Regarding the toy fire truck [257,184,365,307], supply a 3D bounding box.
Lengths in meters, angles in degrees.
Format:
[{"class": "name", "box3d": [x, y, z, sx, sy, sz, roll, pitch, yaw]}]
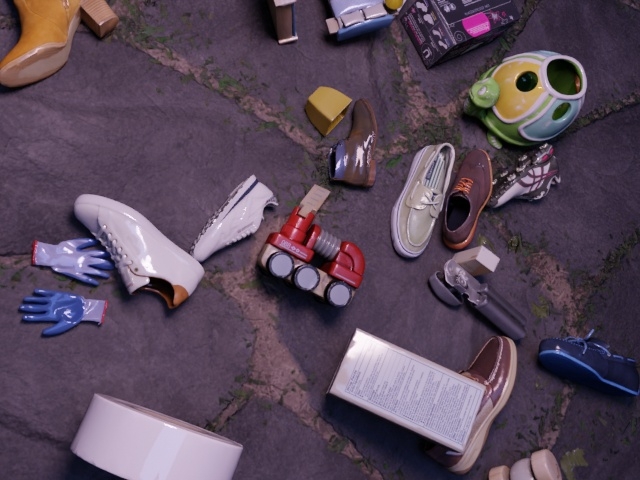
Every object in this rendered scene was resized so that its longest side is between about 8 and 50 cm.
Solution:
[{"class": "toy fire truck", "box3d": [0.000, 0.000, 1.336, 0.217, 0.158, 0.246, 28, 81, -13]}]

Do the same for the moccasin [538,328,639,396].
[{"class": "moccasin", "box3d": [0.682, 0.303, 1.548, 0.342, 0.138, 0.116, 27, 66, -29]}]

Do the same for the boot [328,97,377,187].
[{"class": "boot", "box3d": [0.073, -0.235, 1.430, 0.106, 0.082, 0.219, 0, 81, -24]}]

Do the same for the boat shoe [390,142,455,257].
[{"class": "boat shoe", "box3d": [0.249, -0.106, 1.464, 0.109, 0.094, 0.302, 20, 73, -16]}]

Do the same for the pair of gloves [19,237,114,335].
[{"class": "pair of gloves", "box3d": [-0.493, 0.089, 1.181, 0.159, 0.023, 0.198, 8, 76, -18]}]

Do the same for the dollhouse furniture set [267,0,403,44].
[{"class": "dollhouse furniture set", "box3d": [0.017, -0.630, 1.376, 0.304, 0.198, 0.286, -16, 85, -4]}]

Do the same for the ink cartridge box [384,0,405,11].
[{"class": "ink cartridge box", "box3d": [0.160, -0.701, 1.585, 0.189, 0.066, 0.232, 37, 49, -10]}]

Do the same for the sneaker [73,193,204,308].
[{"class": "sneaker", "box3d": [-0.372, 0.025, 1.181, 0.290, 0.106, 0.123, 36, 52, -12]}]

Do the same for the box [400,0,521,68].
[{"class": "box", "box3d": [0.365, -0.583, 1.579, 0.247, 0.142, 0.163, -28, 89, -25]}]

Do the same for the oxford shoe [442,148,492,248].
[{"class": "oxford shoe", "box3d": [0.366, -0.117, 1.493, 0.097, 0.098, 0.271, 9, 72, 23]}]

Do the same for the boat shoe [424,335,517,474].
[{"class": "boat shoe", "box3d": [0.342, 0.359, 1.398, 0.123, 0.123, 0.341, 34, 76, -13]}]

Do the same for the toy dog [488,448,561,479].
[{"class": "toy dog", "box3d": [0.525, 0.635, 1.393, 0.161, 0.220, 0.333, -5, 88, -54]}]

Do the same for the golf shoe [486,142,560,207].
[{"class": "golf shoe", "box3d": [0.538, -0.147, 1.583, 0.273, 0.105, 0.120, -36, 101, -23]}]

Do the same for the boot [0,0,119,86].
[{"class": "boot", "box3d": [-0.585, -0.458, 1.221, 0.211, 0.104, 0.295, 45, 63, -2]}]

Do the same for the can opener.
[{"class": "can opener", "box3d": [0.387, 0.153, 1.489, 0.283, 0.095, 0.076, 39, 44, -19]}]

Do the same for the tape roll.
[{"class": "tape roll", "box3d": [-0.283, 0.364, 1.066, 0.286, 0.286, 0.100, 25, 71, -15]}]

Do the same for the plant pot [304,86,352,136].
[{"class": "plant pot", "box3d": [0.011, -0.313, 1.426, 0.083, 0.081, 0.081, 40, 68, 3]}]

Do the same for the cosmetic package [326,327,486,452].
[{"class": "cosmetic package", "box3d": [0.177, 0.320, 1.289, 0.296, 0.129, 0.153, 25, 74, 4]}]

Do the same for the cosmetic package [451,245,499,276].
[{"class": "cosmetic package", "box3d": [0.373, 0.054, 1.469, 0.060, 0.115, 0.041, 35, 69, -10]}]

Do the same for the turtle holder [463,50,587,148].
[{"class": "turtle holder", "box3d": [0.524, -0.387, 1.554, 0.321, 0.227, 0.243, 21, 73, -16]}]

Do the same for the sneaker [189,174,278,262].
[{"class": "sneaker", "box3d": [-0.185, -0.033, 1.293, 0.095, 0.090, 0.235, 45, 69, -18]}]
